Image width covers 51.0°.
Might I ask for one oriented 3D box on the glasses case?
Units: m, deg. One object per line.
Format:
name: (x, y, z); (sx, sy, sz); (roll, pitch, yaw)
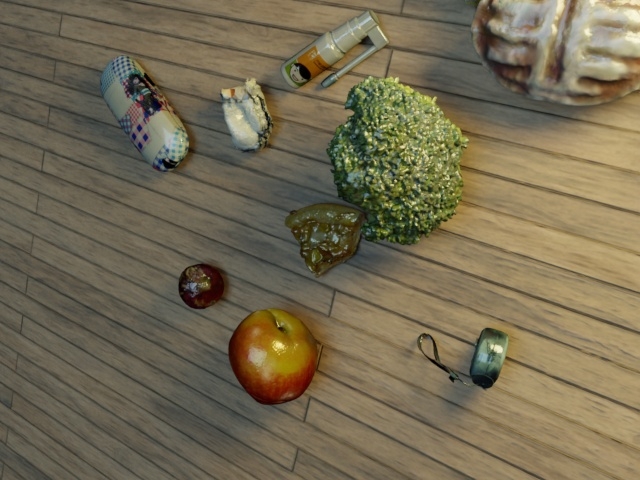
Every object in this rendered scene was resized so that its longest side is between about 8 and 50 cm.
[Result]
glasses case: (-0.427, -0.307, 1.613); (0.125, 0.076, 0.327); (-45, 71, 24)

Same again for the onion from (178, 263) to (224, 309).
onion: (-0.276, 0.105, 1.549); (0.107, 0.097, 0.107); (0, 86, 3)

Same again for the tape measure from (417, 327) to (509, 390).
tape measure: (0.250, 0.191, 1.213); (0.180, 0.104, 0.107); (22, 109, 28)

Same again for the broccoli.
broccoli: (0.141, -0.136, 1.180); (0.235, 0.260, 0.288); (15, 105, 16)

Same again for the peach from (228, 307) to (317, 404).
peach: (-0.103, 0.245, 1.398); (0.190, 0.190, 0.192); (32, 114, 26)

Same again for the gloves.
gloves: (-0.152, -0.267, 1.449); (0.114, 0.070, 0.153); (-12, 94, 24)

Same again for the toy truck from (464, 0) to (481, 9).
toy truck: (0.245, -0.542, 1.144); (0.111, 0.136, 0.285); (-13, 90, 11)

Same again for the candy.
candy: (0.391, -0.326, 1.053); (0.290, 0.157, 0.214); (17, 117, 23)

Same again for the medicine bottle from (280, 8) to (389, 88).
medicine bottle: (0.027, -0.370, 1.339); (0.221, 0.061, 0.092); (-28, 104, 31)

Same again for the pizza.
pizza: (0.000, 0.000, 1.381); (0.182, 0.062, 0.161); (13, 102, 29)
